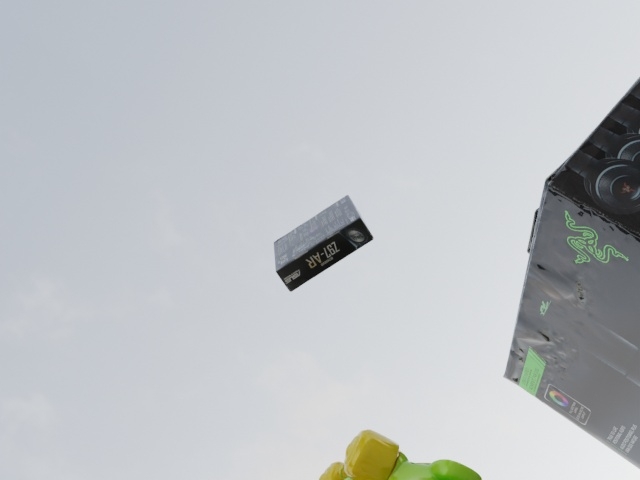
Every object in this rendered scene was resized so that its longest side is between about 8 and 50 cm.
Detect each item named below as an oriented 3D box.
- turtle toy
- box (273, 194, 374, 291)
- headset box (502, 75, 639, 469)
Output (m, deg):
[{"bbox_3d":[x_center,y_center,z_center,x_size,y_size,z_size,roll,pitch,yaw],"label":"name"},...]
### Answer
[{"bbox_3d":[0.043,0.136,0.399,0.095,0.130,0.066,27,-124,1],"label":"turtle toy"},{"bbox_3d":[0.000,0.000,0.613,0.067,0.083,0.018,-33,-77,3],"label":"box"},{"bbox_3d":[0.254,0.055,0.520,0.131,0.283,0.246,-45,-25,-21],"label":"headset box"}]
